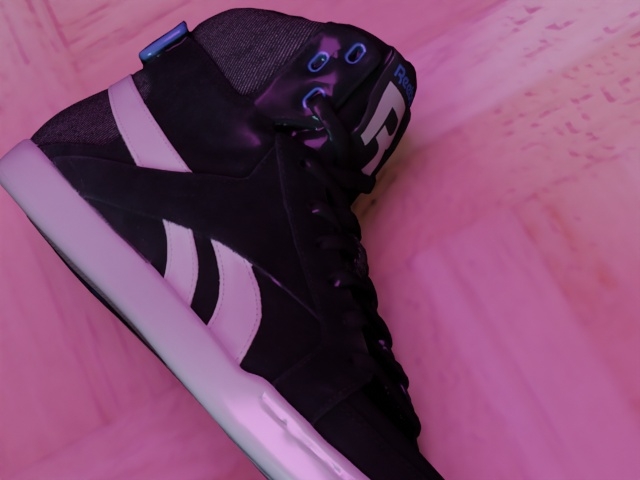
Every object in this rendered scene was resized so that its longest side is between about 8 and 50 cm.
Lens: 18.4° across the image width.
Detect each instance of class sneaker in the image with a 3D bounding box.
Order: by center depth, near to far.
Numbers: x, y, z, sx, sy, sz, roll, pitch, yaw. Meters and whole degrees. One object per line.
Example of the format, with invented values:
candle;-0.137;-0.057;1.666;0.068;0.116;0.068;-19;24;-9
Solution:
sneaker;0.000;0.000;0.592;0.121;0.079;0.217;-43;55;-6
